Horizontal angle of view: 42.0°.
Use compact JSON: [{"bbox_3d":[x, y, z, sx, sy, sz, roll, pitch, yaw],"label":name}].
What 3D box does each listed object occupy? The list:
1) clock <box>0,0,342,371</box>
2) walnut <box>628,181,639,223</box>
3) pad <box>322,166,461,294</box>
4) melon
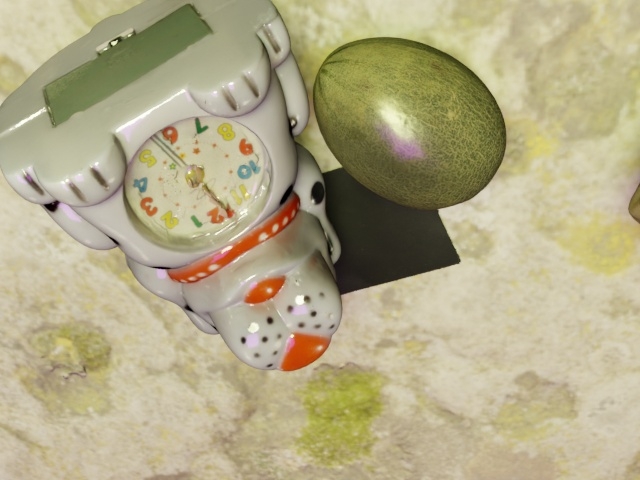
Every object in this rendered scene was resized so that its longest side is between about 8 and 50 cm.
[{"bbox_3d":[-0.065,-0.015,0.550,0.189,0.189,0.254,-15,127,18],"label":"clock"},{"bbox_3d":[0.295,-0.045,0.476,0.230,0.178,0.178,-15,124,19],"label":"walnut"},{"bbox_3d":[0.000,0.000,0.648,0.193,0.004,0.116,-17,123,19],"label":"pad"},{"bbox_3d":[0.055,-0.075,0.529,0.131,0.098,0.098,29,125,-6],"label":"melon"}]
